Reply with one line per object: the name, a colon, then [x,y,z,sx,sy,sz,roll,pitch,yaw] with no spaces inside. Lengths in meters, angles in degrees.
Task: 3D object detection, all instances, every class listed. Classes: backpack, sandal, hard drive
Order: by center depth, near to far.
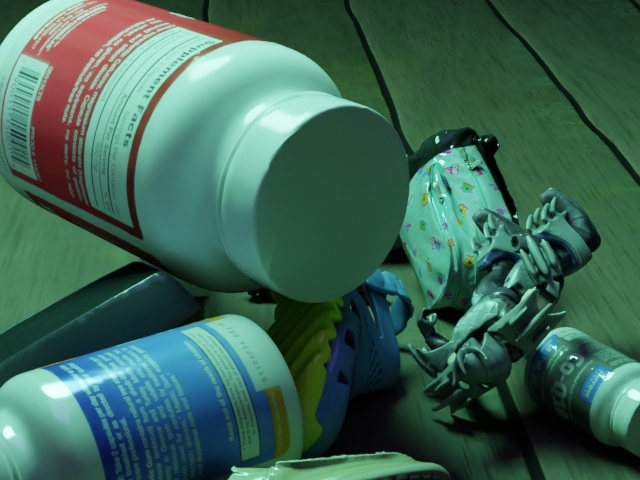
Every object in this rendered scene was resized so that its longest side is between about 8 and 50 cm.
hard drive: [-0.235,0.099,1.315,0.254,0.054,0.172,-31,11,-12]
sandal: [0.021,0.094,1.415,0.138,0.126,0.317,37,30,-14]
backpack: [0.149,-0.010,1.628,0.115,0.152,0.182,-12,60,-12]

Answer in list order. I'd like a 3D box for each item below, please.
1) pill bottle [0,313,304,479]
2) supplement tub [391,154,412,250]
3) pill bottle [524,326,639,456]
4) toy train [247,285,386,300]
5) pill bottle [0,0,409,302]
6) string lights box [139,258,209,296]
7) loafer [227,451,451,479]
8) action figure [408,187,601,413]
pill bottle: [-0.162,0.160,1.181,0.272,0.152,0.152,-14,25,-33]
supplement tub: [0.040,-0.056,1.764,0.190,0.117,0.117,16,19,-8]
pill bottle: [0.249,0.134,1.342,0.078,0.078,0.137,-12,23,-28]
toy train: [-0.007,0.047,1.639,0.158,0.036,0.027,2,21,7]
pill bottle: [-0.119,-0.086,1.406,0.229,0.229,0.407,-17,28,-37]
string lights box: [-0.172,-0.042,1.746,0.076,0.133,0.260,-3,20,-7]
loafer: [-0.028,0.206,1.127,0.268,0.102,0.092,-10,29,-23]
action figure: [0.167,0.052,1.415,0.185,0.099,0.285,-33,11,33]
